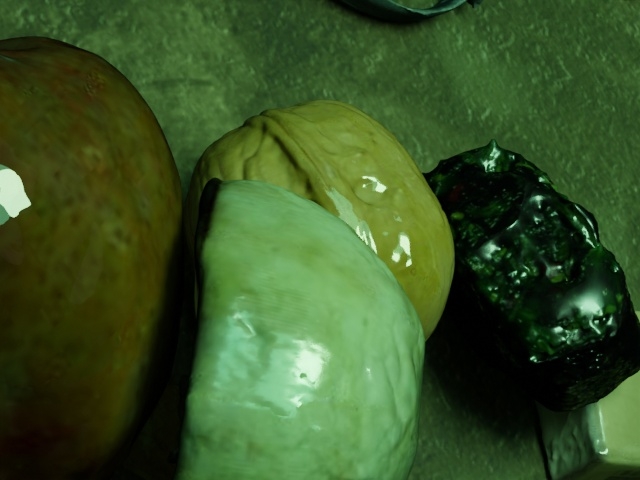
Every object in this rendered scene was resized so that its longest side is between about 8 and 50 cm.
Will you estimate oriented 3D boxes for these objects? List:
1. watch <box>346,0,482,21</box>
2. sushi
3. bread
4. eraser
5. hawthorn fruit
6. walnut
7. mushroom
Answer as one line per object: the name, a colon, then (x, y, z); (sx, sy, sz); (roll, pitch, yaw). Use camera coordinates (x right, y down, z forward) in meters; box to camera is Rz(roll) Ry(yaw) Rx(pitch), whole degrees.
watch: (0.072, -0.301, 1.683); (0.193, 0.068, 0.206); (8, 86, -30)
sushi: (0.160, 0.025, 1.499); (0.124, 0.127, 0.225); (-32, 53, -7)
bread: (-0.109, 0.144, 1.373); (0.083, 0.046, 0.081); (-2, 70, -34)
eraser: (0.343, 0.144, 1.622); (0.343, 0.078, 0.144); (5, 62, -28)
hawthorn fruit: (-0.229, 0.022, 1.215); (0.308, 0.308, 0.325); (-14, 58, -36)
walnut: (0.000, 0.000, 1.435); (0.193, 0.193, 0.226); (-10, 69, -34)
mushroom: (-0.012, 0.077, 1.223); (0.164, 0.190, 0.267); (9, 24, -1)
